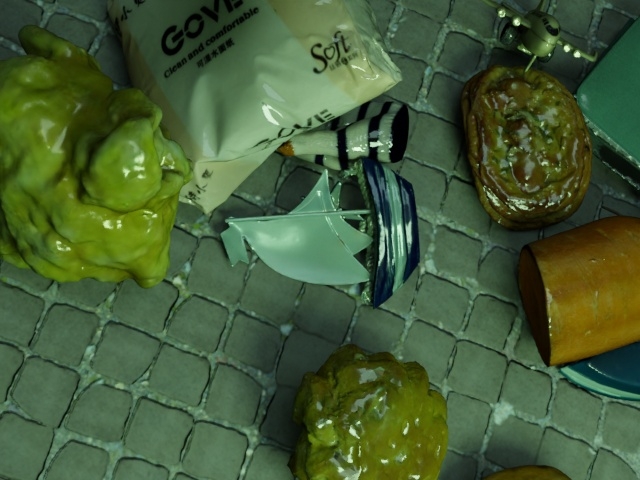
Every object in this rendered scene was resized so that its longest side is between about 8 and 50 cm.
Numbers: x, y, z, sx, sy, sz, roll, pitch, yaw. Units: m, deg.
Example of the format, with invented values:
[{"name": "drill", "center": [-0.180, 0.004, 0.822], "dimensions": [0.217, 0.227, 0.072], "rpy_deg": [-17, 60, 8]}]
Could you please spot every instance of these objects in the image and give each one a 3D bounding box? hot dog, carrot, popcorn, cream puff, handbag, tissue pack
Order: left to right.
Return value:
[{"name": "popcorn", "center": [-0.334, -0.099, 1.517], "dimensions": [0.334, 0.292, 0.293], "rpy_deg": [25, 82, 12]}, {"name": "tissue pack", "center": [-0.103, -0.282, 1.651], "dimensions": [0.376, 0.195, 0.390], "rpy_deg": [-30, 68, 16]}, {"name": "cream puff", "center": [0.058, 0.265, 1.567], "dimensions": [0.244, 0.196, 0.244], "rpy_deg": [4, 74, -14]}, {"name": "hot dog", "center": [0.316, -0.157, 1.816], "dimensions": [0.196, 0.122, 0.272], "rpy_deg": [-5, 76, -7]}, {"name": "carrot", "center": [0.430, 0.062, 1.740], "dimensions": [0.331, 0.214, 0.193], "rpy_deg": [-16, 104, -16]}, {"name": "handbag", "center": [0.556, -0.208, 1.916], "dimensions": [0.269, 0.100, 0.274], "rpy_deg": [38, 66, 3]}]

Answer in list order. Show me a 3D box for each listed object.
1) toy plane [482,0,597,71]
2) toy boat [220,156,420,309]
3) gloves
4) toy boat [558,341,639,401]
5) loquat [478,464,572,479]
[{"name": "toy plane", "center": [0.344, -0.330, 1.848], "dimensions": [0.229, 0.092, 0.244], "rpy_deg": [27, 26, -6]}, {"name": "toy boat", "center": [0.014, -0.028, 1.691], "dimensions": [0.292, 0.070, 0.210], "rpy_deg": [18, 96, -7]}, {"name": "gloves", "center": [0.014, -0.171, 1.747], "dimensions": [0.219, 0.131, 0.140], "rpy_deg": [5, 71, 18]}, {"name": "toy boat", "center": [0.511, 0.198, 1.787], "dimensions": [0.299, 0.062, 0.096], "rpy_deg": [2, 73, -15]}, {"name": "loquat", "center": [0.282, 0.407, 1.603], "dimensions": [0.234, 0.176, 0.187], "rpy_deg": [-16, 94, -17]}]
